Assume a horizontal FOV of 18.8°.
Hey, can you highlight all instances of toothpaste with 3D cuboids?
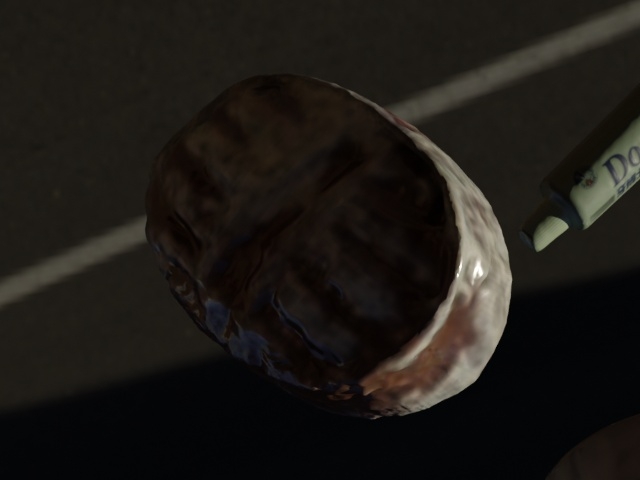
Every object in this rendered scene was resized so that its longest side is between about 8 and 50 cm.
[{"bbox_3d":[0.165,-0.066,0.911,0.197,0.029,0.048,-43,121,-10],"label":"toothpaste"}]

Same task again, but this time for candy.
[{"bbox_3d":[0.000,0.000,1.405,0.214,0.289,0.157,-54,147,3],"label":"candy"}]

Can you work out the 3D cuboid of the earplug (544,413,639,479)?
[{"bbox_3d":[0.200,0.246,0.931,0.172,0.301,0.172,1,137,1],"label":"earplug"}]
